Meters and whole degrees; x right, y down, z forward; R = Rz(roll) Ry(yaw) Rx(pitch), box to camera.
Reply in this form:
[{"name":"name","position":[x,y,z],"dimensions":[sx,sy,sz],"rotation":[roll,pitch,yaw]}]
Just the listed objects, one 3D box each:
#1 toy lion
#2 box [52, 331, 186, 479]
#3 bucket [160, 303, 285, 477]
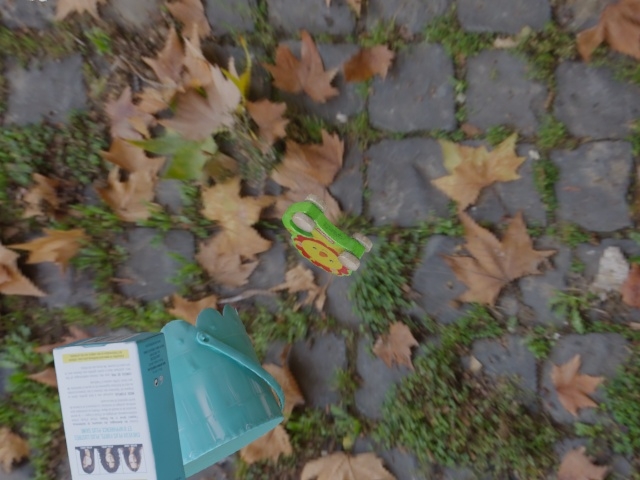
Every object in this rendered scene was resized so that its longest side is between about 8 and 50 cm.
[{"name":"toy lion","position":[0.000,0.000,1.091],"dimensions":[0.100,0.096,0.034],"rotation":[41,67,-19]},{"name":"box","position":[-0.195,0.219,1.081],"dimensions":[0.100,0.060,0.244],"rotation":[-6,93,22]},{"name":"bucket","position":[-0.196,0.235,1.565],"dimensions":[0.281,0.281,0.183],"rotation":[-29,79,1]}]
